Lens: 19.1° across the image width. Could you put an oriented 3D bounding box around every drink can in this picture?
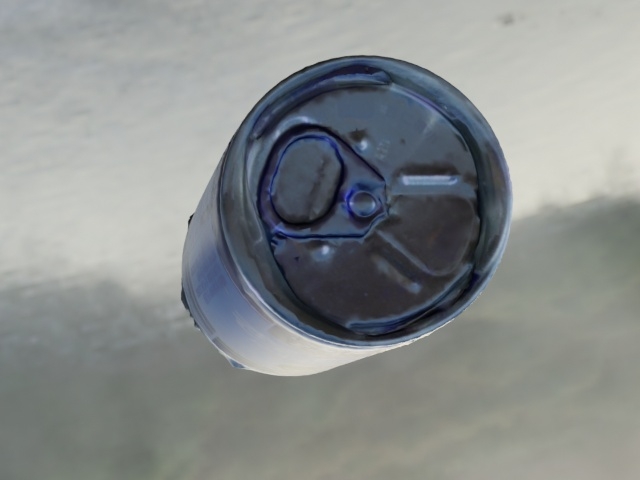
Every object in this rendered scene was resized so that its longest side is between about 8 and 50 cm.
[{"bbox_3d":[0.000,0.000,0.700,0.097,0.097,0.235,-12,174,-9],"label":"drink can"}]
